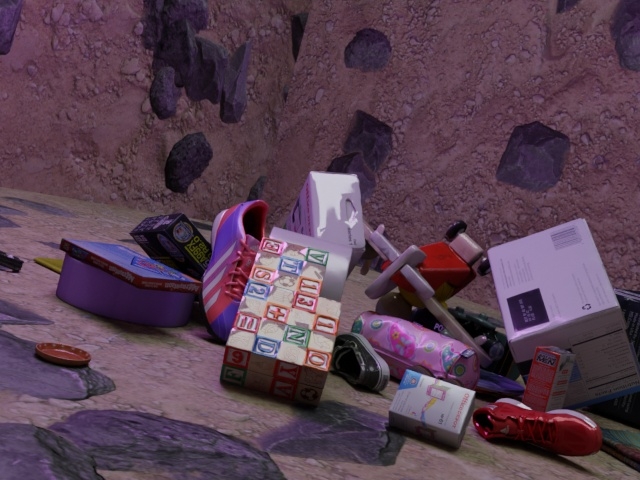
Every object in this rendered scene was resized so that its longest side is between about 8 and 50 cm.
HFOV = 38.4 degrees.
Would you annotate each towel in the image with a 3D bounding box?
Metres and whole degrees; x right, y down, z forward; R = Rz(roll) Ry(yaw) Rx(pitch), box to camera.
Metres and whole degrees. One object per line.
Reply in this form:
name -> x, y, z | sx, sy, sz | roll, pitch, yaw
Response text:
towel -> 0.723, 0.428, 1.759 | 0.370, 0.040, 0.271 | 13, 4, -23
towel -> -0.549, 0.073, 2.097 | 0.237, 0.021, 0.102 | 18, 4, 40

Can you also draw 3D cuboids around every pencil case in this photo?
pencil case -> 0.188, 0.235, 1.885 | 0.284, 0.124, 0.124 | 20, 7, 40

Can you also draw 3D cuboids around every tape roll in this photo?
tape roll -> -0.394, 0.095, 1.886 | 0.274, 0.090, 0.275 | 14, 3, -1
tape roll -> -0.047, 0.110, 1.853 | 0.169, 0.246, 0.246 | 15, 4, -1

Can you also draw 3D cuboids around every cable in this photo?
cable -> -0.780, 0.017, 1.987 | 0.287, 0.072, 0.139 | 27, -13, -2

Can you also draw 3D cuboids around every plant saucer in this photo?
plant saucer -> -0.389, 0.173, 1.388 | 0.083, 0.013, 0.083 | 14, 5, -1

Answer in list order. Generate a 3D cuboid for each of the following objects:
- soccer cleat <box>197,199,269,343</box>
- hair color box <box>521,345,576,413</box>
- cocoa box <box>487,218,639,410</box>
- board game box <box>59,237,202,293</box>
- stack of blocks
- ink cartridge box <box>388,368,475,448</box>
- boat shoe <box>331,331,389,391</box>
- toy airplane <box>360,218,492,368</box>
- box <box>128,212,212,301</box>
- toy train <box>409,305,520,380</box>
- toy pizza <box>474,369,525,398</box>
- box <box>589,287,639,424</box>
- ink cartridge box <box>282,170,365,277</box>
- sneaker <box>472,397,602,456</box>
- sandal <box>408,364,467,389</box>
soccer cleat -> -0.167, 0.055, 1.856 | 0.116, 0.318, 0.108 | -27, -46, 35
hair color box -> 0.418, 0.283, 1.709 | 0.053, 0.167, 0.093 | 18, 5, 33
cocoa box -> 0.512, 0.160, 1.946 | 0.231, 0.228, 0.347 | -20, 28, 14
board game box -> -0.372, 0.048, 1.786 | 0.281, 0.027, 0.145 | 20, 8, 42
stack of blocks -> -0.054, 0.131, 1.594 | 0.171, 0.087, 0.297 | 14, 38, 0
ink cartridge box -> 0.183, 0.274, 1.500 | 0.122, 0.088, 0.052 | 17, -37, 17
boat shoe -> 0.060, 0.228, 1.799 | 0.070, 0.078, 0.219 | 14, 6, -24
toy airplane -> 0.210, 0.103, 2.097 | 0.384, 0.272, 0.386 | 28, 29, -18
box -> -0.297, 0.042, 2.025 | 0.216, 0.060, 0.270 | 51, -22, -18
toy train -> 0.363, 0.249, 2.305 | 0.190, 0.142, 0.334 | 27, -4, -32
toy pizza -> 0.349, 0.311, 2.013 | 0.201, 0.032, 0.201 | 15, 3, -1
box -> 0.935, 0.318, 2.197 | 0.471, 0.297, 0.480 | 16, 4, 29
ink cartridge box -> 0.000, 0.000, 2.094 | 0.117, 0.201, 0.278 | 4, -31, -16
sneaker -> 0.361, 0.333, 1.588 | 0.221, 0.087, 0.128 | 2, 3, 43
sandal -> 0.195, 0.276, 1.632 | 0.060, 0.090, 0.219 | -5, 13, -22
